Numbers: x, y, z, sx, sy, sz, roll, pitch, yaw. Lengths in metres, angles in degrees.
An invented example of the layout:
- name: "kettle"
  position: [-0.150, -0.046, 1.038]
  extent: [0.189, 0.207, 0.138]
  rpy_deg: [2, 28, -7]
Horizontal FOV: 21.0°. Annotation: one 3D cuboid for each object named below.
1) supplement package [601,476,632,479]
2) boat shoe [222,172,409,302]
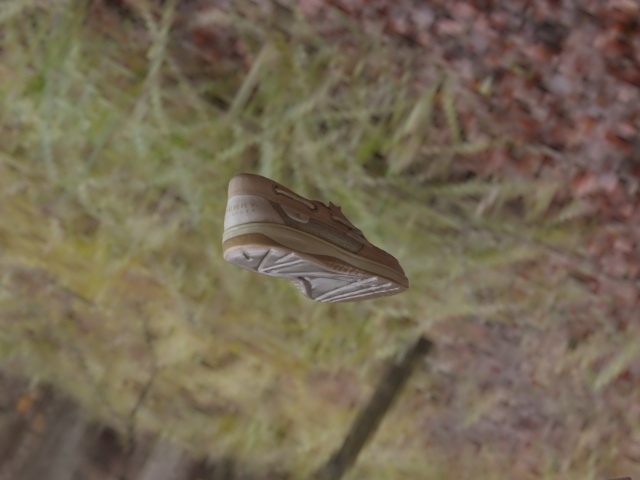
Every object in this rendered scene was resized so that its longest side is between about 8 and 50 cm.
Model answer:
- name: "supplement package"
  position: [0.247, 0.386, 1.892]
  extent: [0.198, 0.199, 0.262]
  rpy_deg: [-10, 178, 16]
- name: "boat shoe"
  position: [0.000, 0.000, 1.915]
  extent: [0.109, 0.098, 0.302]
  rpy_deg: [-16, 158, 33]
